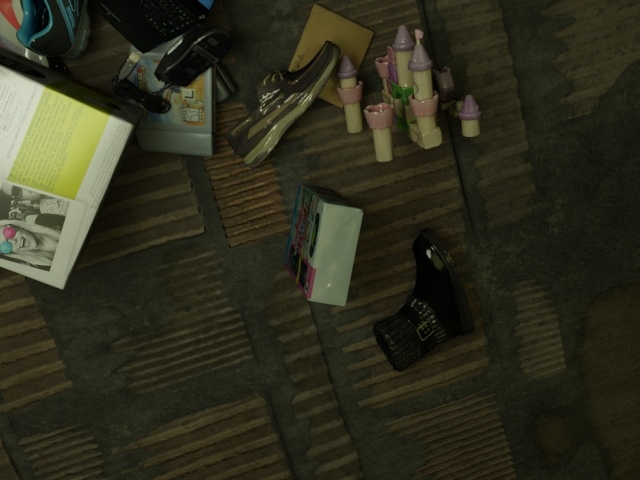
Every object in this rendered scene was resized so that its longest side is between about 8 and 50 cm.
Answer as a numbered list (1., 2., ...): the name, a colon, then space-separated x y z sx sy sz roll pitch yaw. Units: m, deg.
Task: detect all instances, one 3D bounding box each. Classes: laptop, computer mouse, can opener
1. laptop: -0.345 -0.562 1.380 0.264 0.136 0.234 -38 71 -26
2. computer mouse: -0.321 -0.382 1.367 0.262 0.184 0.060 -37 68 22
3. can opener: -0.310 -0.446 1.520 0.095 0.076 0.283 -22 110 27

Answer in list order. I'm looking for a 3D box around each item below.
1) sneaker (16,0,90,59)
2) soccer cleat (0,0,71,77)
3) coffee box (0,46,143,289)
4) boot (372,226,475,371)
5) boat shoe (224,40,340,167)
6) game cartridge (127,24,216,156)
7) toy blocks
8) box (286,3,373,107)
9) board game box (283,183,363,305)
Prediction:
1. sneaker: -0.523 -0.537 1.315 0.125 0.139 0.341 18 107 18
2. soccer cleat: -0.637 -0.387 1.448 0.116 0.108 0.318 -5 112 16
3. coffee box: -0.575 -0.162 1.276 0.334 0.337 0.338 23 99 -17
4. boot: 0.248 0.164 1.736 0.260 0.131 0.348 -24 107 -6
5. boat shoe: -0.096 -0.336 1.534 0.130 0.132 0.355 39 100 -11
6. game cartridge: -0.339 -0.342 1.492 0.198 0.062 0.297 3 114 -2
7. toy blocks: 0.209 -0.375 1.502 0.309 0.288 0.260 -16 119 -9
8. box: 0.020 -0.449 1.601 0.164 0.021 0.201 21 98 -16
9. board game box: 0.000 0.000 1.555 0.097 0.303 0.224 9 100 -14
